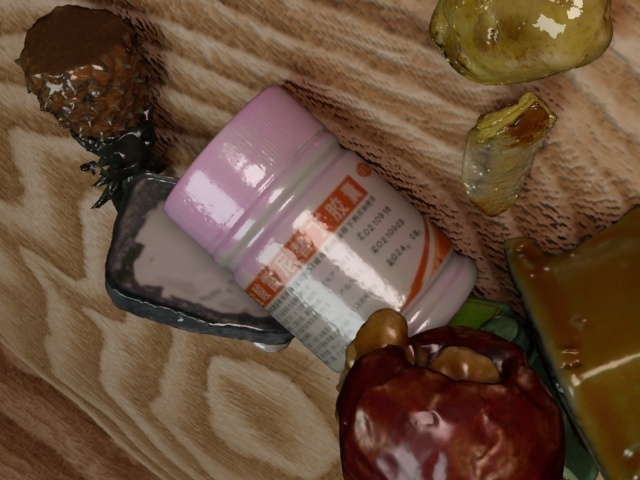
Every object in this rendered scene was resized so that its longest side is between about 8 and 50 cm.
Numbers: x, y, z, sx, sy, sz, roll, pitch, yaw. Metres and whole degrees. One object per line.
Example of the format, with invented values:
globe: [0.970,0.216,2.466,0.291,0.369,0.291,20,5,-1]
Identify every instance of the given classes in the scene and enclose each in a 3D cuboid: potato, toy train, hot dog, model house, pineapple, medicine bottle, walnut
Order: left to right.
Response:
pineapple: [-0.274,-0.140,1.234,0.165,0.165,0.365,26,151,25]
model house: [-0.146,0.066,1.253,0.271,0.190,0.301,12,158,-6]
medicine bottle: [0.000,0.000,1.043,0.316,0.202,0.202,41,148,0]
walnut: [0.106,0.206,0.887,0.243,0.221,0.269,17,121,31]
hot dog: [0.171,-0.091,0.876,0.169,0.078,0.061,105,153,-54]
potato: [0.163,-0.180,0.768,0.170,0.080,0.107,5,146,42]
toy train: [0.230,0.189,1.073,0.188,0.159,0.272,8,139,48]
model house: [0.333,0.099,0.863,0.239,0.173,0.268,-25,121,15]
